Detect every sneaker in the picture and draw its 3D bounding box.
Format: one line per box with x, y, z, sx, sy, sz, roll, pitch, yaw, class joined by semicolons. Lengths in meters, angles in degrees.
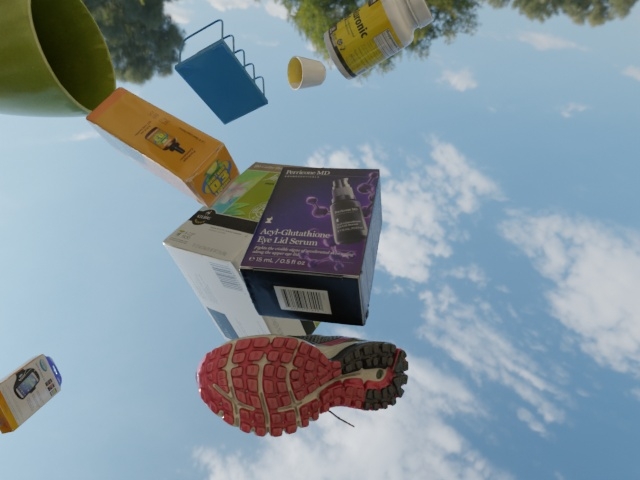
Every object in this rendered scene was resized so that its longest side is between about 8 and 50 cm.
-0.023;0.187;0.594;0.299;0.112;0.121;11;-98;-31;sneaker

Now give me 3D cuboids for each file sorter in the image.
-0.210;-0.364;0.944;0.118;0.170;0.105;-20;-125;17;file sorter

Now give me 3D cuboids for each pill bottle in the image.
0.068;-0.244;0.505;0.116;0.065;0.065;-24;-144;25;pill bottle

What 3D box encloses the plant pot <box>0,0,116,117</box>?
-0.656;-0.380;0.941;0.293;0.275;0.275;-11;-136;5;plant pot

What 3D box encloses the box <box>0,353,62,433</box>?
-0.524;0.265;0.778;0.028;0.081;0.136;-15;-168;7;box

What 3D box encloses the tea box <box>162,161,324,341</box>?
-0.114;0.042;1.012;0.219;0.329;0.323;11;-133;34;tea box

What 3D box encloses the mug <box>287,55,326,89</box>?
-0.026;-0.338;0.864;0.064;0.062;0.078;-12;-108;-31;mug

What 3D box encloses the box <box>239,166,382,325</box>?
0.000;0.000;0.608;0.153;0.108;0.207;3;-133;13;box

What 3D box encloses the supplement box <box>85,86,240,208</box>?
-0.231;-0.138;0.637;0.233;0.080;0.078;31;-108;26;supplement box
